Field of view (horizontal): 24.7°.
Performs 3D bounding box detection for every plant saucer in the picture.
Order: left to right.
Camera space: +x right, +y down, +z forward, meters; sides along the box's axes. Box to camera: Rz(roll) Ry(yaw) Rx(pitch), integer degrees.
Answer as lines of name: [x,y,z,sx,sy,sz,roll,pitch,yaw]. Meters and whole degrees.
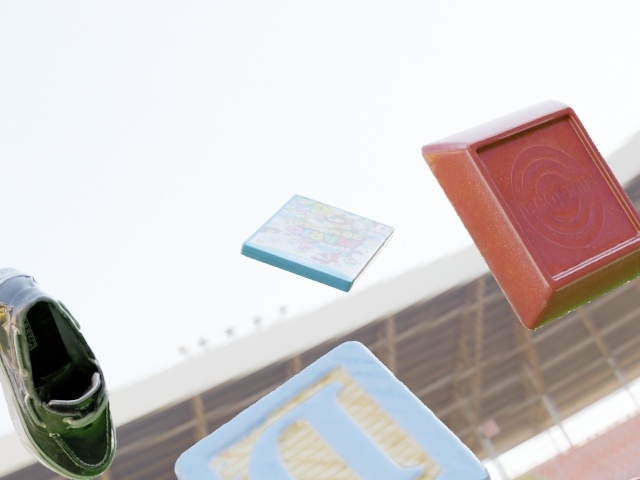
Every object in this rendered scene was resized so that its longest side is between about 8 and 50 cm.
plant saucer: [0.283,-0.048,1.792,0.258,0.259,0.048,-22,-14,-38]

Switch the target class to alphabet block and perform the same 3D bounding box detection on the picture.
alphabet block: [0.020,0.240,1.212,0.193,0.192,0.197,-32,-40,-16]

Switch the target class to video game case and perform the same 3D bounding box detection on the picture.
video game case: [0.000,0.000,1.521,0.166,0.119,0.015,-47,-25,-63]

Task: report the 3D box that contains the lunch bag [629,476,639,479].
lunch bag: [0.317,0.306,1.173,0.293,0.258,0.120,-37,-11,-27]

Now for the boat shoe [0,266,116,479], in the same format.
boat shoe: [-0.281,0.162,1.603,0.108,0.102,0.301,-38,-49,-30]
